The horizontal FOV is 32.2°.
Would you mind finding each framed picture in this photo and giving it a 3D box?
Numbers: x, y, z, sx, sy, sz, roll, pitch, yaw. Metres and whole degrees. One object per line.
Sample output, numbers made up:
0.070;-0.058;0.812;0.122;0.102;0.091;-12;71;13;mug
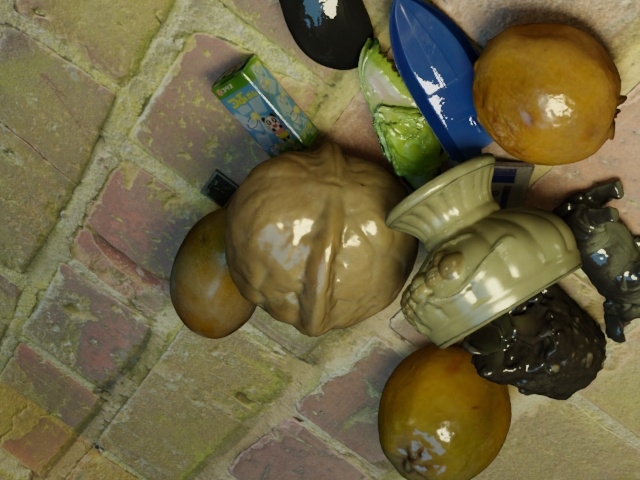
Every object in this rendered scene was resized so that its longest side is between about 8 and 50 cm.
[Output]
-0.209;-0.105;2.312;0.066;0.007;0.089;37;140;-6;framed picture

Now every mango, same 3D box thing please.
-0.207;0.064;2.317;0.199;0.221;0.384;21;145;-6;mango

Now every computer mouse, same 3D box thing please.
-0.002;-0.381;1.847;0.147;0.088;0.264;-1;127;30;computer mouse

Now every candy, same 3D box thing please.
-0.102;-0.242;2.064;0.097;0.062;0.194;-21;118;45;candy

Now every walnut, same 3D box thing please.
0.000;0.000;2.039;0.381;0.381;0.381;18;138;17;walnut

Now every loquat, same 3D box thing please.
0.256;0.358;2.275;0.276;0.284;0.276;23;142;19;loquat
0.342;-0.222;1.701;0.238;0.193;0.238;13;130;16;loquat

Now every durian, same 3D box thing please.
0.163;-0.183;1.922;0.106;0.132;0.375;23;147;52;durian

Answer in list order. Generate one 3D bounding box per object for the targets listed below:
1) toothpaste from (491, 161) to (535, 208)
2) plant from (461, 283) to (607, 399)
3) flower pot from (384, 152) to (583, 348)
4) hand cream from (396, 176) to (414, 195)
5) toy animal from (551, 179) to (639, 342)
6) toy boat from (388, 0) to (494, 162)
0.304;-0.035;2.010;0.068;0.099;0.282;49;148;36;toothpaste
0.380;0.168;2.045;0.276;0.199;0.188;27;132;-21;plant
0.248;0.012;1.822;0.244;0.307;0.307;59;140;9;flower pot
0.192;-0.065;2.076;0.174;0.047;0.076;28;142;19;hand cream
0.523;0.052;1.934;0.168;0.106;0.343;-7;130;36;toy animal
0.198;-0.277;1.812;0.129;0.088;0.295;-33;111;4;toy boat
